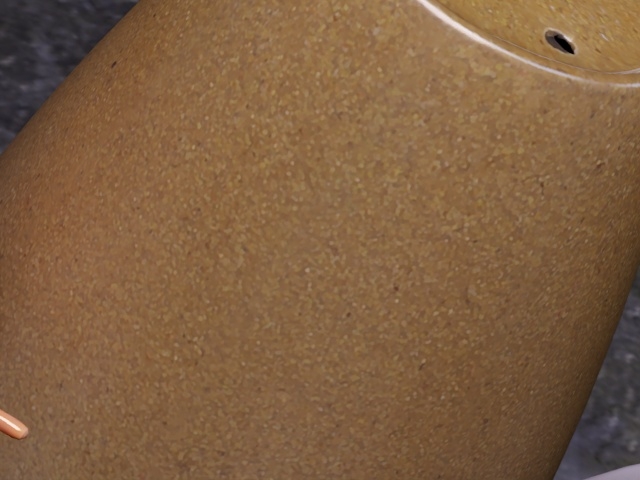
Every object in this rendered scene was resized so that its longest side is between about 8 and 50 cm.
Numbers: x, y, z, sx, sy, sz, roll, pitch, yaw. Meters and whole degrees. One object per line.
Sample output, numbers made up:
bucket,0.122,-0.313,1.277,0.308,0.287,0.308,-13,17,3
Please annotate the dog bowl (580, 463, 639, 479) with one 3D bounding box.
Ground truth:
dog bowl,0.186,0.154,0.434,0.348,0.349,0.102,23,66,-12

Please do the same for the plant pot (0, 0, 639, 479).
plant pot,0.000,0.000,0.554,0.237,0.254,0.237,19,39,-16

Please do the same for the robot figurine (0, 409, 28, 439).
robot figurine,-0.184,0.007,0.486,0.219,0.128,0.158,4,72,18
